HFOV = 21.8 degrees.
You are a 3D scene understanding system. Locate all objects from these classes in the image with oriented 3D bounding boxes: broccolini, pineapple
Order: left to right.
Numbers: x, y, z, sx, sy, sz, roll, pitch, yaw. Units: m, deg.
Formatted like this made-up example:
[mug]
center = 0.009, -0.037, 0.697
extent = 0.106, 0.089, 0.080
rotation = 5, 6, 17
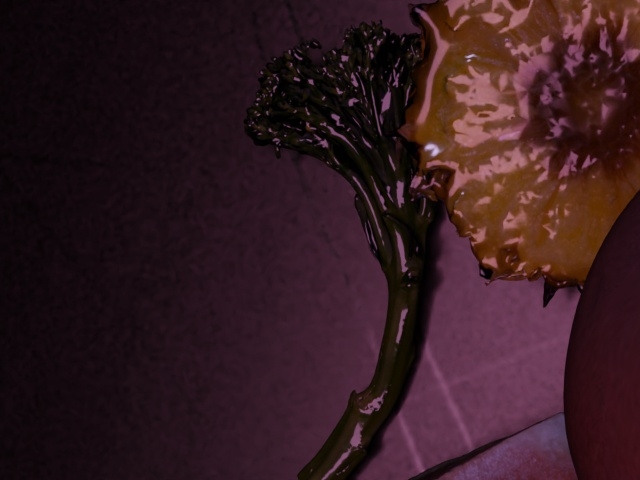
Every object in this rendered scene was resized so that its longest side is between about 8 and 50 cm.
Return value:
[broccolini]
center = 0.000, 0.009, 0.926
extent = 0.123, 0.062, 0.272
rotation = 12, 95, 27
[pineapple]
center = 0.142, -0.070, 0.856
extent = 0.224, 0.076, 0.225
rotation = 1, 99, 7

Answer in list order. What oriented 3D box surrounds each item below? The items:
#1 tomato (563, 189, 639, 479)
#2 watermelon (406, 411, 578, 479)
[tomato]
center = 0.253, 0.063, 0.684
extent = 0.321, 0.321, 0.322
rotation = 0, 88, 18
[watermelon]
center = 0.115, 0.253, 0.811
extent = 0.224, 0.180, 0.305
rotation = -32, 81, 28
